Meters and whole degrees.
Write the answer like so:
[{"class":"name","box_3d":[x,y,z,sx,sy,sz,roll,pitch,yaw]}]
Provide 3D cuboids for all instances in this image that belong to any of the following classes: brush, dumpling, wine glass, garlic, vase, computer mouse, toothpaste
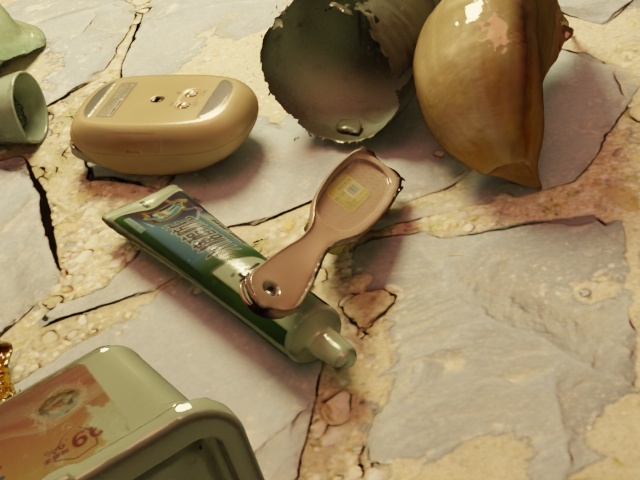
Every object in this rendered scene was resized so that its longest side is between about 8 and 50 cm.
[{"class":"brush","box_3d":[0.001,0.002,1.044,0.072,0.067,0.313,33,36,5]},{"class":"dumpling","box_3d":[-0.504,-0.307,1.600,0.105,0.149,0.216,-49,38,12]},{"class":"wine glass","box_3d":[0.074,-0.273,1.300,0.191,0.190,0.357,10,40,28]},{"class":"garlic","box_3d":[0.203,-0.214,1.196,0.151,0.196,0.338,-19,32,33]},{"class":"vase","box_3d":[-0.480,-0.159,1.406,0.219,0.096,0.096,-8,39,13]},{"class":"computer mouse","box_3d":[-0.188,-0.140,1.295,0.237,0.082,0.145,1,42,21]},{"class":"toothpaste","box_3d":[-0.091,0.029,1.076,0.099,0.061,0.392,-27,39,-28]}]

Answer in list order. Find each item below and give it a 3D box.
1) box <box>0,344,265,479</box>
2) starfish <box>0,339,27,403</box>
[{"class":"box","box_3d":[-0.215,0.217,0.812,0.312,0.175,0.182,-31,34,-19]},{"class":"starfish","box_3d":[-0.295,0.176,0.981,0.227,0.043,0.240,-10,44,8]}]
